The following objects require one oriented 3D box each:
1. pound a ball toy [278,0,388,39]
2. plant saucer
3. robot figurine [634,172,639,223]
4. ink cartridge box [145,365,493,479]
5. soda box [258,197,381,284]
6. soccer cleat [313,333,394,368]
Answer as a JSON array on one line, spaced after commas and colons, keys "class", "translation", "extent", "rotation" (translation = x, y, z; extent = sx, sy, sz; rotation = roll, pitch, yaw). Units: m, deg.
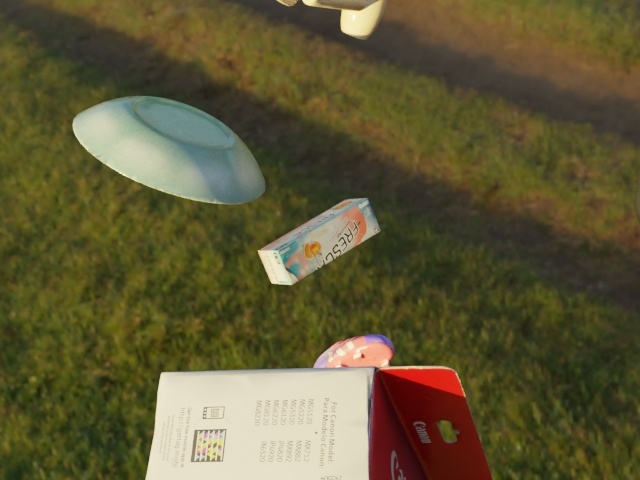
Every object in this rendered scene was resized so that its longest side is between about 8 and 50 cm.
[{"class": "pound a ball toy", "translation": [-0.050, -0.322, 1.192], "extent": [0.208, 0.135, 0.319], "rotation": [25, 6, 16]}, {"class": "plant saucer", "translation": [-0.138, -0.098, 1.141], "extent": [0.195, 0.037, 0.195], "rotation": [20, 23, -9]}, {"class": "robot figurine", "translation": [0.271, -0.059, 0.536], "extent": [0.209, 0.278, 0.173], "rotation": [24, 53, 19]}, {"class": "ink cartridge box", "translation": [0.016, 0.239, 1.140], "extent": [0.272, 0.309, 0.130], "rotation": [-4, 59, 14]}, {"class": "soda box", "translation": [0.000, 0.000, 1.791], "extent": [0.183, 0.058, 0.063], "rotation": [-31, 16, -28]}, {"class": "soccer cleat", "translation": [0.043, 0.184, 1.854], "extent": [0.083, 0.248, 0.095], "rotation": [16, 59, -15]}]
